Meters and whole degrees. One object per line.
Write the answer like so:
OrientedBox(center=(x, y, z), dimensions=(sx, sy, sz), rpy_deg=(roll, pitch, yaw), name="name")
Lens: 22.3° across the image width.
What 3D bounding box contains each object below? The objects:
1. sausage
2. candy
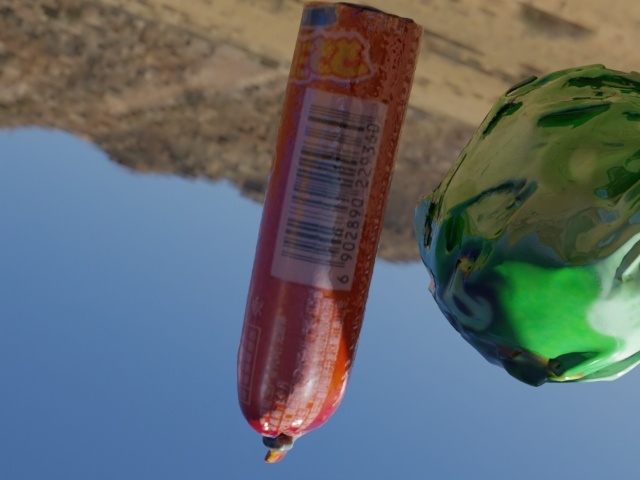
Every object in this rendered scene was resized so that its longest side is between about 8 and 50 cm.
OrientedBox(center=(0.000, 0.000, 0.943), dimensions=(0.074, 0.274, 0.074), rpy_deg=(10, -173, -1), name="sausage")
OrientedBox(center=(0.160, -0.082, 0.491), dimensions=(0.097, 0.323, 0.097), rpy_deg=(46, -175, -5), name="candy")
